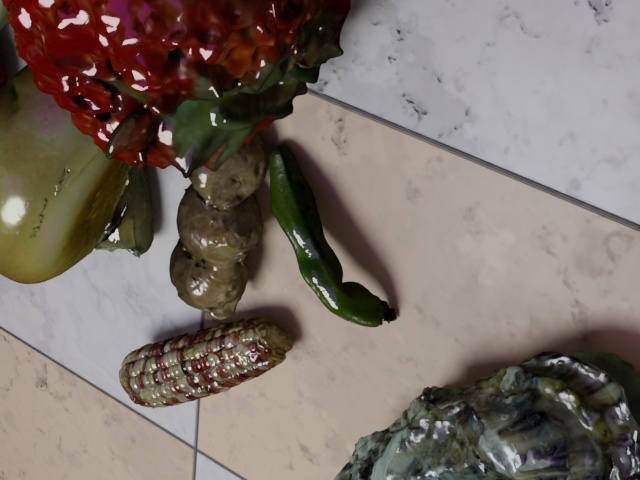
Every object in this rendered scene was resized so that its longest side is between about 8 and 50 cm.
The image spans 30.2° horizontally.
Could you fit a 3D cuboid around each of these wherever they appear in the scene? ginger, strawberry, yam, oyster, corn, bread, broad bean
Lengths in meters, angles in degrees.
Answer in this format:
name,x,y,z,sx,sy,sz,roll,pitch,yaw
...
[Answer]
name,x,y,z,sx,sy,sz,roll,pitch,yaw
ginger,-0.100,-0.021,1.139,0.104,0.080,0.204,56,143,39
strawberry,-0.132,-0.244,0.927,0.351,0.267,0.312,62,167,17
yam,-0.220,-0.155,1.172,0.083,0.083,0.371,14,120,34
oyster,0.134,0.202,1.031,0.351,0.158,0.162,-24,62,32
corn,-0.121,0.127,1.247,0.237,0.079,0.079,-20,99,40
bread,-0.275,-0.058,1.108,0.158,0.156,0.260,39,128,7
broad bean,-0.003,0.005,1.085,0.046,0.061,0.195,-36,88,43

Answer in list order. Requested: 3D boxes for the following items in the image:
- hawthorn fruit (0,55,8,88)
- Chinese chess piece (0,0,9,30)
name,x,y,z,sx,sy,sz,roll,pitch,yaw
hawthorn fruit,-0.440,-0.196,1.266,0.208,0.208,0.248,-2,93,41
Chinese chess piece,-0.379,-0.288,1.081,0.250,0.101,0.250,8,138,8
